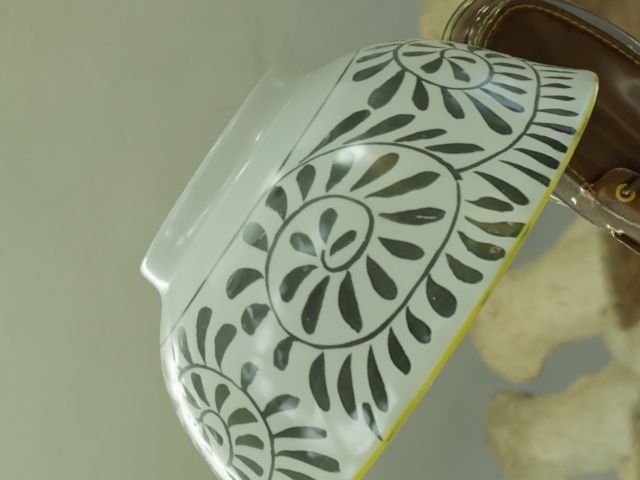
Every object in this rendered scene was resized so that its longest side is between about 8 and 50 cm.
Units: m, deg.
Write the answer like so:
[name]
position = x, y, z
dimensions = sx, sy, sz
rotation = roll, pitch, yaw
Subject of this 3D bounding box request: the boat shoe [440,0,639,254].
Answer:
[boat shoe]
position = 0.118, -0.026, 0.525
dimensions = 0.178, 0.060, 0.064
rotation = 38, -97, -19

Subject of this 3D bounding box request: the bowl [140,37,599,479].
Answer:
[bowl]
position = 0.000, 0.000, 0.449
dimensions = 0.170, 0.080, 0.170
rotation = -56, 1, 2
